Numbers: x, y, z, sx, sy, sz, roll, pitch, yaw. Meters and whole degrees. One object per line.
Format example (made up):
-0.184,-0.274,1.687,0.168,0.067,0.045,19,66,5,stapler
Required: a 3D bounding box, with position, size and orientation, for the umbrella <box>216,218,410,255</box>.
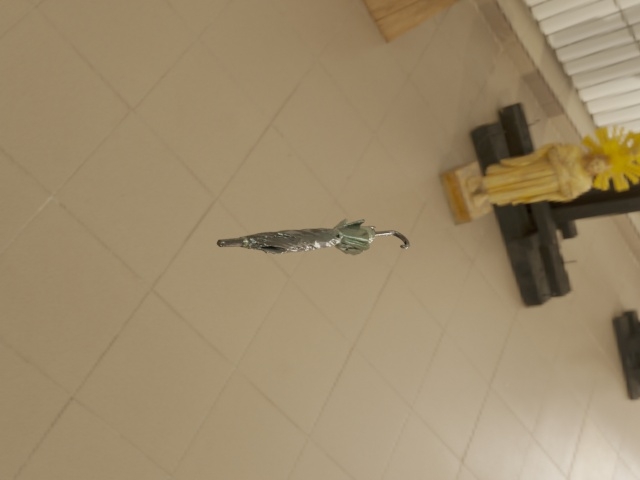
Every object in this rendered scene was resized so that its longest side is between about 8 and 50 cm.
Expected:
-0.003,-0.004,0.715,0.269,0.044,0.044,1,40,-49,umbrella
